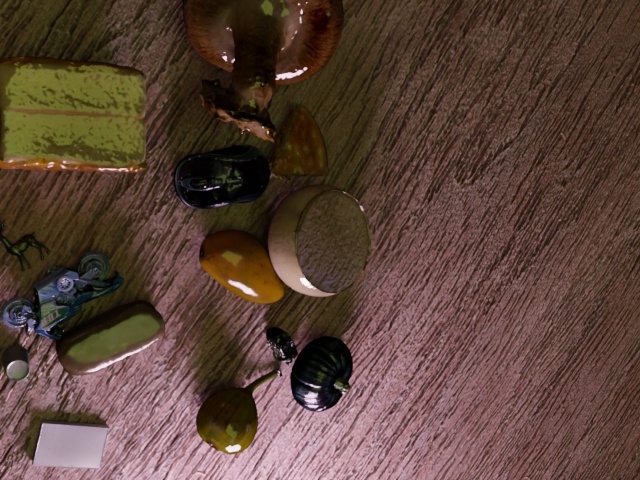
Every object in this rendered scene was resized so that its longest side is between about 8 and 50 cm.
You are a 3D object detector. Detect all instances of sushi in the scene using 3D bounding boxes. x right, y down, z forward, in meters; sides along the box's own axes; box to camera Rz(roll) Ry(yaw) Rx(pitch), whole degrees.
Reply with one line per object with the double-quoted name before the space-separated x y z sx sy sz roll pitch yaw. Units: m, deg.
"sushi" -0.094 0.260 1.764 0.056 0.084 0.083 -32 110 -17

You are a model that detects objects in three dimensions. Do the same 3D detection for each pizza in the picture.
"pizza" -0.068 -0.217 1.688 0.193 0.053 0.201 -35 120 -38

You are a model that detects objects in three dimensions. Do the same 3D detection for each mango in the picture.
"mango" -0.174 0.062 1.672 0.253 0.113 0.138 39 70 -33

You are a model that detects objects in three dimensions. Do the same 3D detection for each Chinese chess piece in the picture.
"Chinese chess piece" 0.000 0.000 1.702 0.270 0.112 0.270 -1 91 -44

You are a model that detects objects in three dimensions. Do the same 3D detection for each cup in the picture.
"cup" -0.646 0.271 1.504 0.054 0.083 0.075 2 100 -27

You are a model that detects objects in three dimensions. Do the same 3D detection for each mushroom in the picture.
"mushroom" -0.137 -0.451 1.482 0.331 0.356 0.334 32 128 -1

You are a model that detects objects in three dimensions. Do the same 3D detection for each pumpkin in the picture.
"pumpkin" 0.004 0.335 1.786 0.150 0.194 0.194 29 86 4

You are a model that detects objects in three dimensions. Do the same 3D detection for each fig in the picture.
"fig" -0.193 0.390 1.727 0.151 0.151 0.259 49 56 -25

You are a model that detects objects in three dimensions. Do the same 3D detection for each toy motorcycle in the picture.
"toy motorcycle" -0.547 0.127 1.523 0.254 0.092 0.136 -36 122 -25

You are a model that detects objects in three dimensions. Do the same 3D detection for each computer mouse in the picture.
"computer mouse" -0.216 -0.142 1.622 0.233 0.096 0.137 -13 106 -24

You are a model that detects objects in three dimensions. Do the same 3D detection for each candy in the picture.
"candy" -0.465 0.215 1.569 0.234 0.104 0.102 -28 106 -19

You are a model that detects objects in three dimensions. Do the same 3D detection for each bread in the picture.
"bread" -0.494 -0.240 1.368 0.279 0.279 0.207 0 100 -25

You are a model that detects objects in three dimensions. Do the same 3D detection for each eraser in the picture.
"eraser" -0.568 0.466 1.613 0.150 0.023 0.104 13 94 -26

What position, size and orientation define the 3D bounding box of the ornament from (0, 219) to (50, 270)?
"ornament" -0.636 0.000 1.489 0.073 0.028 0.125 -39 115 -13
